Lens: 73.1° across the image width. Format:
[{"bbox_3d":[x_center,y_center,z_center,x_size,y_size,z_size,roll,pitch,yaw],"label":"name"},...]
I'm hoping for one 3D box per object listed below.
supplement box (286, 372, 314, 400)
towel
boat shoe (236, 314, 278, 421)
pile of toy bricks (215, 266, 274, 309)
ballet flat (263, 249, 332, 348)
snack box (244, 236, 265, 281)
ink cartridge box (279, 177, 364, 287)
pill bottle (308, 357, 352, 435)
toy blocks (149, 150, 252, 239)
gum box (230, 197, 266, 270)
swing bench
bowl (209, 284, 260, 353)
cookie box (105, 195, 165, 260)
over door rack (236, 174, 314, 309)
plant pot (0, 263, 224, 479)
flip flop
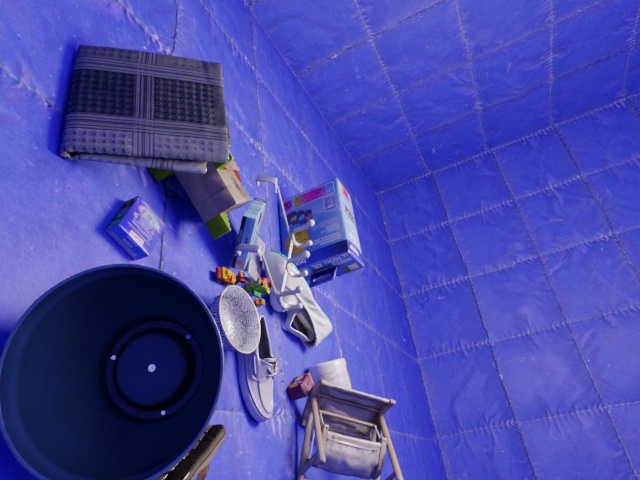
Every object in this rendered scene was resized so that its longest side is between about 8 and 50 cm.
[{"bbox_3d":[-0.062,0.446,1.317,0.043,0.055,0.083,68,18,-3],"label":"supplement box"},{"bbox_3d":[-0.362,-0.286,0.937,0.056,0.324,0.312,120,-35,-55],"label":"towel"},{"bbox_3d":[-0.154,0.327,1.126,0.096,0.088,0.267,33,41,-61],"label":"boat shoe"},{"bbox_3d":[-0.191,0.133,1.194,0.212,0.105,0.118,38,36,-57],"label":"pile of toy bricks"},{"bbox_3d":[-0.085,0.211,1.403,0.400,0.139,0.139,59,21,-32],"label":"ballet flat"},{"bbox_3d":[-0.206,0.057,1.359,0.064,0.022,0.178,56,23,-38],"label":"snack box"},{"bbox_3d":[0.000,0.000,1.608,0.151,0.270,0.395,42,33,-51],"label":"ink cartridge box"},{"bbox_3d":[0.046,0.517,1.425,0.131,0.131,0.229,24,49,-65],"label":"pill bottle"},{"bbox_3d":[-0.306,-0.207,1.156,0.381,0.191,0.261,59,7,-5],"label":"toy blocks"},{"bbox_3d":[-0.203,-0.023,1.238,0.184,0.041,0.157,-87,-167,-70],"label":"gum box"},{"bbox_3d":[0.081,0.573,1.248,0.253,0.165,0.254,21,35,-13],"label":"swing bench"},{"bbox_3d":[-0.227,0.202,1.062,0.170,0.080,0.170,56,23,-38],"label":"bowl"},{"bbox_3d":[-0.386,-0.027,0.910,0.092,0.040,0.107,58,22,-32],"label":"cookie box"},{"bbox_3d":[-0.093,0.016,1.172,0.324,0.108,0.239,64,28,-51],"label":"over door rack"},{"bbox_3d":[-0.281,0.199,0.664,0.196,0.293,0.293,102,-26,-74],"label":"plant pot"},{"bbox_3d":[-0.251,0.417,0.764,0.277,0.112,0.080,-11,96,-77],"label":"flip flop"}]
